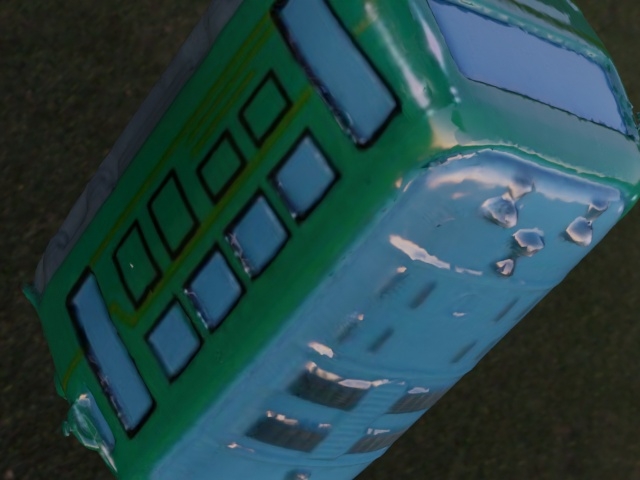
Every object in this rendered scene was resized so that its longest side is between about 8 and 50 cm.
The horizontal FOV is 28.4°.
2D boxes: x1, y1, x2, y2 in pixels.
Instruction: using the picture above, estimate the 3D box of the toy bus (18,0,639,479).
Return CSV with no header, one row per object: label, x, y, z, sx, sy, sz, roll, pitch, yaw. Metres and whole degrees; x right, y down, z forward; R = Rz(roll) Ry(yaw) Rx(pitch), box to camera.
toy bus,0.000,0.000,0.664,0.183,0.343,0.199,10,42,-40
